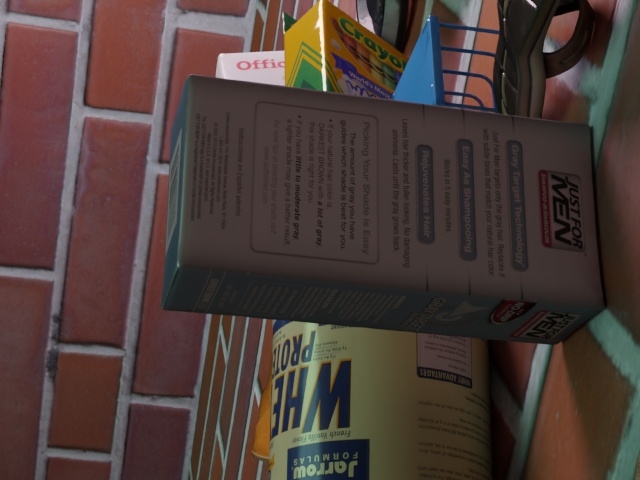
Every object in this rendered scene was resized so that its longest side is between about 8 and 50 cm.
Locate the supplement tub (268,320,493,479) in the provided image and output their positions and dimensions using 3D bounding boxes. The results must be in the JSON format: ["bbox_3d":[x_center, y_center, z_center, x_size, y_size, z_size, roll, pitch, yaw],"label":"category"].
[{"bbox_3d":[0.062,0.215,1.410,0.235,0.236,0.324,120,153,-64],"label":"supplement tub"}]

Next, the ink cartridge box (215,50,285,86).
[{"bbox_3d":[-0.017,-0.111,1.827,0.131,0.226,0.306,101,161,-51],"label":"ink cartridge box"}]

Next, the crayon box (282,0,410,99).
[{"bbox_3d":[0.054,-0.164,1.679,0.083,0.203,0.323,-41,34,30],"label":"crayon box"}]

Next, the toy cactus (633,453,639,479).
[{"bbox_3d":[0.232,0.230,0.946,0.219,0.112,0.180,95,-178,-47],"label":"toy cactus"}]

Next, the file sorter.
[{"bbox_3d":[0.148,-0.145,1.499,0.170,0.105,0.118,113,159,-58],"label":"file sorter"}]

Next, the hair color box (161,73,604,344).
[{"bbox_3d":[0.054,-0.023,1.211,0.113,0.375,0.185,120,153,-64],"label":"hair color box"}]

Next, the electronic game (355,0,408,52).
[{"bbox_3d":[0.094,-0.370,2.018,0.229,0.048,0.229,177,90,-79],"label":"electronic game"}]

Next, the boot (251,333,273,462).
[{"bbox_3d":[-0.060,0.266,2.336,0.295,0.104,0.211,-162,78,-83],"label":"boot"}]

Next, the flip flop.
[{"bbox_3d":[0.216,-0.194,1.284,0.277,0.080,0.112,86,176,-51],"label":"flip flop"}]
